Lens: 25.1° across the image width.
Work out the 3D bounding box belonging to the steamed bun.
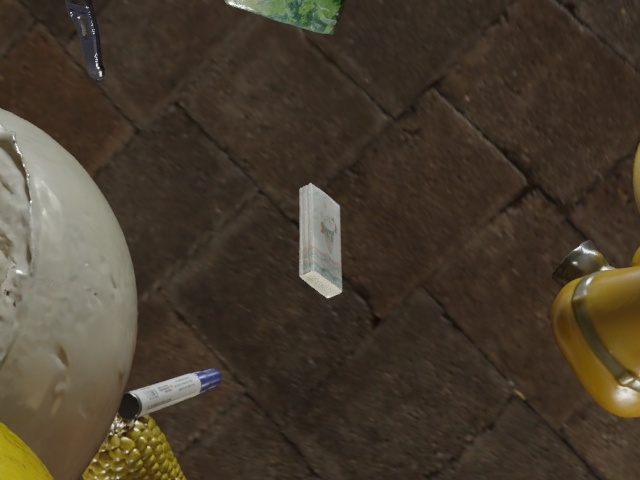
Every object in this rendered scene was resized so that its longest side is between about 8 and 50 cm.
[{"bbox_3d":[-0.301,0.084,1.113,0.374,0.241,0.374,-13,57,21],"label":"steamed bun"}]

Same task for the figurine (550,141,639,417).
[{"bbox_3d":[0.249,0.010,0.863,0.257,0.167,0.192,-49,64,32],"label":"figurine"}]

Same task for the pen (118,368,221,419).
[{"bbox_3d":[-0.138,0.140,1.347,0.025,0.204,0.025,1,92,17],"label":"pen"}]

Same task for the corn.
[{"bbox_3d":[-0.191,0.315,1.659,0.106,0.305,0.106,-18,28,10],"label":"corn"}]

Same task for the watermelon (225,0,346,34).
[{"bbox_3d":[-0.084,-0.382,1.777,0.305,0.180,0.224,40,69,2],"label":"watermelon"}]

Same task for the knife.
[{"bbox_3d":[-0.276,-0.240,1.703,0.031,0.018,0.121,2,120,17],"label":"knife"}]

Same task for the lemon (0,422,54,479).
[{"bbox_3d":[-0.197,0.168,0.711,0.170,0.170,0.207,-51,26,0],"label":"lemon"}]

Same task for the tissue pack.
[{"bbox_3d":[0.000,0.000,1.471,0.023,0.056,0.108,-21,53,27],"label":"tissue pack"}]
